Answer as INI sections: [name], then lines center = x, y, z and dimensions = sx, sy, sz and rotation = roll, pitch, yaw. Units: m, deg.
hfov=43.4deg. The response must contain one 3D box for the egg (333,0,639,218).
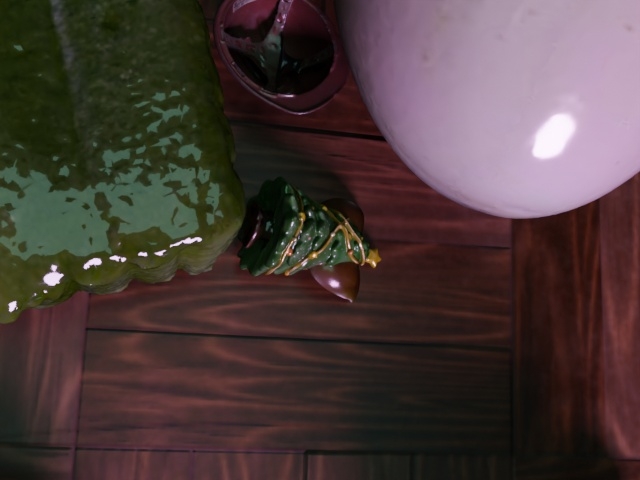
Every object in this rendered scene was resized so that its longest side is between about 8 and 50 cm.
[egg]
center = 0.146, -0.182, 0.551
dimensions = 0.283, 0.283, 0.345
rotation = 8, 75, -12

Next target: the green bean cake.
[green bean cake]
center = -0.173, -0.074, 0.543
dimensions = 0.222, 0.125, 0.248
rotation = -13, 80, -14

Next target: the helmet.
[helmet]
center = -0.034, -0.137, 0.617
dimensions = 0.089, 0.057, 0.111
rotation = -36, 85, -19

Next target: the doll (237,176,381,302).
[doll]
center = 0.001, -0.004, 0.592
dimensions = 0.113, 0.076, 0.078
rotation = 10, 69, -12
